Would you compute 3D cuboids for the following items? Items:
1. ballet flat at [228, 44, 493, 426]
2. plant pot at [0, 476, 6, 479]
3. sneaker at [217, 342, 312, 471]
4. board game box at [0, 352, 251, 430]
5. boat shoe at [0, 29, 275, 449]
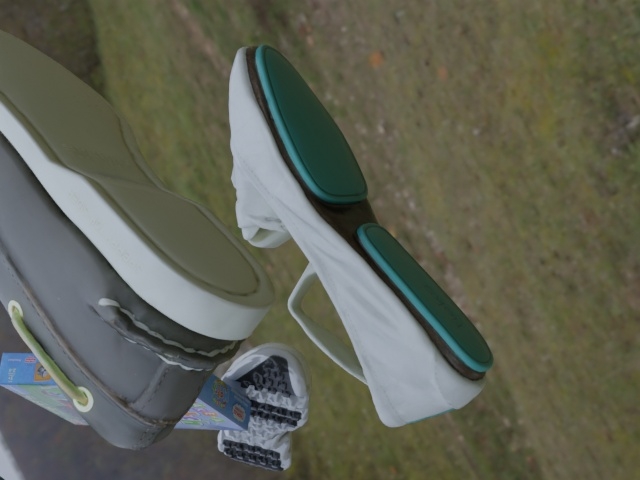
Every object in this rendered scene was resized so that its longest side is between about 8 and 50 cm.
[{"bbox_3d":[0.000,0.000,1.172,0.400,0.139,0.139,56,170,17],"label":"ballet flat"},{"bbox_3d":[-0.426,0.388,1.182,0.334,0.341,0.341,-77,-31,-54],"label":"plant pot"},{"bbox_3d":[-0.060,0.166,1.443,0.110,0.118,0.292,18,153,0],"label":"sneaker"},{"bbox_3d":[-0.199,0.157,1.310,0.160,0.211,0.039,49,-136,-59],"label":"board game box"},{"bbox_3d":[-0.136,-0.021,0.629,0.109,0.091,0.305,17,-160,-45],"label":"boat shoe"}]
